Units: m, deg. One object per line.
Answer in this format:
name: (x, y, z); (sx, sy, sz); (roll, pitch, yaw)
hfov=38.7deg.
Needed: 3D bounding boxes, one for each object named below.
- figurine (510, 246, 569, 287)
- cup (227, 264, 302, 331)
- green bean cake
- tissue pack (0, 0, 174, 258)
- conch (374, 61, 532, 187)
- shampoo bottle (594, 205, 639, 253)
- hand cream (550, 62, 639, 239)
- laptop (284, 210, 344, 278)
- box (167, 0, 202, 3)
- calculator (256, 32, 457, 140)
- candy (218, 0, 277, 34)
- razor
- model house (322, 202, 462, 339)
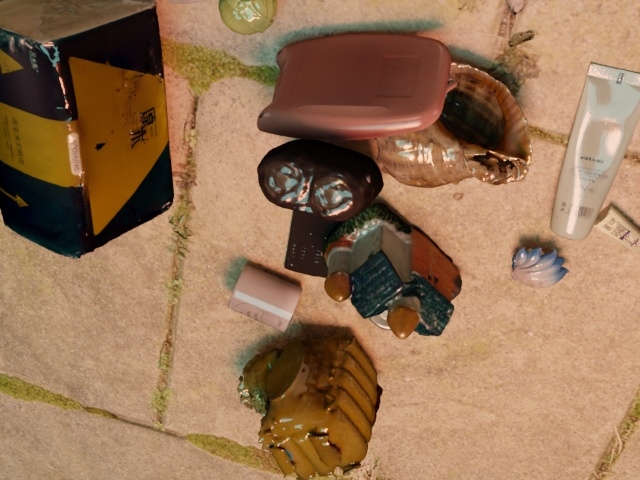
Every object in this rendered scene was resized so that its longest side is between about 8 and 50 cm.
figurine: (0.413, 0.050, 1.708); (0.114, 0.079, 0.114); (2, 140, 2)
cup: (-0.118, 0.131, 1.875); (0.133, 0.099, 0.136); (23, 125, -3)
green bean cake: (-0.048, 0.331, 1.864); (0.284, 0.310, 0.202); (-19, 119, 22)
tissue pack: (-0.428, -0.220, 1.593); (0.253, 0.264, 0.417); (21, 128, 28)
conch: (0.210, -0.175, 1.547); (0.291, 0.210, 0.159); (25, 159, 2)
shampoo bottle: (0.560, -0.007, 1.655); (0.141, 0.034, 0.049); (35, 117, -11)
hand cream: (0.473, -0.142, 1.577); (0.109, 0.067, 0.321); (14, 121, 6)
laptop: (0.000, 0.000, 1.809); (0.129, 0.016, 0.180); (13, 124, 4)
box: (-0.274, -0.488, 1.393); (0.291, 0.206, 0.263); (-7, 103, 18)
calculator: (0.060, -0.259, 1.497); (0.329, 0.220, 0.048); (1, 147, 18)
candy: (-0.035, -0.460, 1.481); (0.335, 0.092, 0.093); (-39, 77, 23)
razor: (0.012, -0.109, 1.542); (0.189, 0.327, 0.107); (17, 100, 7)
model house: (0.125, 0.099, 1.674); (0.184, 0.291, 0.253); (-40, 109, 22)
